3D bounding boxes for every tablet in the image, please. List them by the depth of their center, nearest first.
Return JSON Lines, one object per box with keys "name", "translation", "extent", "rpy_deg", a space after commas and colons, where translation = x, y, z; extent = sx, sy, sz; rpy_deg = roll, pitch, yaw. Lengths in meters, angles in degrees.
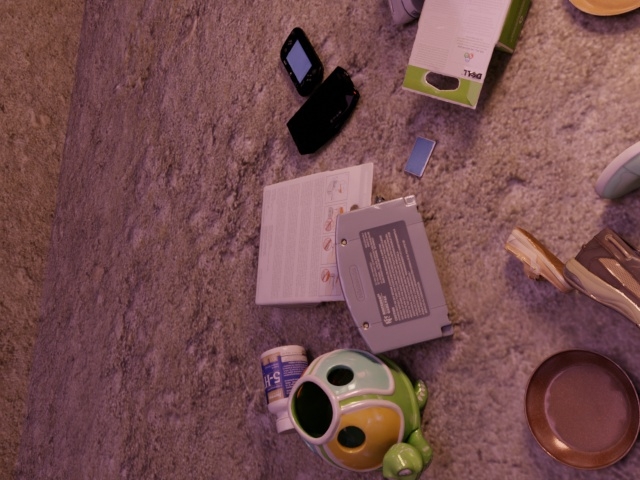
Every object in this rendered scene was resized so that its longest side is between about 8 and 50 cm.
{"name": "tablet", "translation": [0.220, -0.186, 1.475], "extent": [0.054, 0.006, 0.083], "rpy_deg": [30, 101, 44]}

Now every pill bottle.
{"name": "pill bottle", "translation": [-0.074, 0.350, 1.559], "extent": [0.112, 0.112, 0.187], "rpy_deg": [-30, 61, 36]}

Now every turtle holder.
{"name": "turtle holder", "translation": [0.071, 0.366, 1.333], "extent": [0.243, 0.227, 0.320], "rpy_deg": [-44, 53, 27]}

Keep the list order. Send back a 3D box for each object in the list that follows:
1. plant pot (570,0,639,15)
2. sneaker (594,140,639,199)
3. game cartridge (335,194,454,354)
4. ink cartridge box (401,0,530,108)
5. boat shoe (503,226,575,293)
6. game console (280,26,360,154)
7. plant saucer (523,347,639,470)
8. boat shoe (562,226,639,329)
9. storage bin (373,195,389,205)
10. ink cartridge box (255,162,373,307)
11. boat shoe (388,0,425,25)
{"name": "plant pot", "translation": [0.556, -0.517, 1.209], "extent": [0.236, 0.032, 0.237], "rpy_deg": [-11, 74, 42]}
{"name": "sneaker", "translation": [0.572, -0.098, 1.053], "extent": [0.256, 0.094, 0.151], "rpy_deg": [-34, 61, 35]}
{"name": "game cartridge", "translation": [0.137, 0.071, 1.358], "extent": [0.198, 0.062, 0.297], "rpy_deg": [-15, 80, 6]}
{"name": "ink cartridge box", "translation": [0.296, -0.412, 1.372], "extent": [0.188, 0.097, 0.255], "rpy_deg": [25, 107, 33]}
{"name": "boat shoe", "translation": [0.397, 0.046, 1.215], "extent": [0.059, 0.063, 0.170], "rpy_deg": [-56, 39, 22]}
{"name": "game console", "translation": [-0.033, -0.405, 1.744], "extent": [0.213, 0.044, 0.361], "rpy_deg": [-44, 53, 28]}
{"name": "plant saucer", "translation": [0.443, 0.283, 1.128], "extent": [0.198, 0.036, 0.199], "rpy_deg": [-11, 74, 42]}
{"name": "boat shoe", "translation": [0.539, 0.090, 1.015], "extent": [0.355, 0.132, 0.130], "rpy_deg": [39, 108, 41]}
{"name": "storage bin", "translation": [0.163, -0.022, 1.441], "extent": [0.091, 0.098, 0.135], "rpy_deg": [5, 83, 17]}
{"name": "ink cartridge box", "translation": [0.000, 0.000, 1.570], "extent": [0.384, 0.091, 0.308], "rpy_deg": [-7, 75, 46]}
{"name": "boat shoe", "translation": [0.170, -0.628, 1.552], "extent": [0.084, 0.095, 0.258], "rpy_deg": [-22, 74, 45]}
